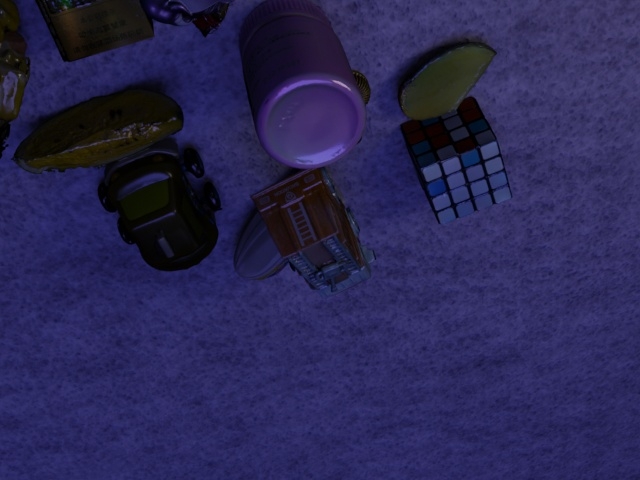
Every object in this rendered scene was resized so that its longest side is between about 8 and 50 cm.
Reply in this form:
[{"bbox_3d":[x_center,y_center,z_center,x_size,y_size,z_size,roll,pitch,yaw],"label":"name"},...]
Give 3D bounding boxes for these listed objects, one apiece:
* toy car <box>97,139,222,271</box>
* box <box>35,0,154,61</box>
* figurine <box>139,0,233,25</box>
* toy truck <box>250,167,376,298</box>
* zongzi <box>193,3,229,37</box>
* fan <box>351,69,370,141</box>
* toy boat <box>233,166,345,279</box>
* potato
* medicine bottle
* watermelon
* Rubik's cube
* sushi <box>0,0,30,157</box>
[{"bbox_3d":[-0.288,-0.039,1.874,0.204,0.198,0.248,-22,130,4],"label":"toy car"},{"bbox_3d":[-0.377,-0.416,1.632,0.159,0.071,0.240,-16,130,3],"label":"box"},{"bbox_3d":[-0.188,-0.423,1.611,0.145,0.145,0.222,30,119,-32],"label":"figurine"},{"bbox_3d":[0.000,0.000,1.775,0.136,0.162,0.305,-25,156,6],"label":"toy truck"},{"bbox_3d":[-0.191,-0.373,1.734,0.083,0.067,0.073,-3,143,13],"label":"zongzi"},{"bbox_3d":[0.056,-0.240,1.897,0.082,0.039,0.155,-11,131,-5],"label":"fan"},{"bbox_3d":[-0.057,-0.027,1.989,0.141,0.140,0.269,22,122,-28],"label":"toy boat"},{"bbox_3d":[0.227,-0.302,1.882,0.198,0.054,0.119,-42,125,14],"label":"potato"},{"bbox_3d":[-0.037,-0.266,1.690,0.178,0.290,0.178,-7,129,-8],"label":"medicine bottle"},{"bbox_3d":[-0.378,-0.186,1.766,0.301,0.129,0.123,-17,101,1],"label":"watermelon"},{"bbox_3d":[0.259,-0.151,1.947,0.155,0.151,0.154,-22,131,4],"label":"Rubik's cube"},{"bbox_3d":[-0.612,-0.243,1.559,0.328,0.328,0.285,29,123,-26],"label":"sushi"}]
